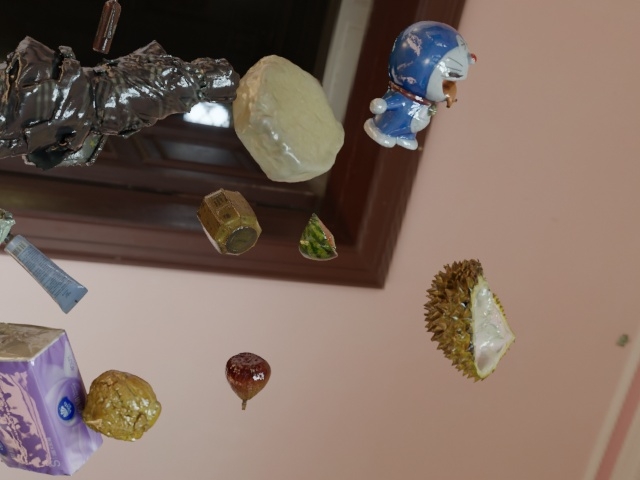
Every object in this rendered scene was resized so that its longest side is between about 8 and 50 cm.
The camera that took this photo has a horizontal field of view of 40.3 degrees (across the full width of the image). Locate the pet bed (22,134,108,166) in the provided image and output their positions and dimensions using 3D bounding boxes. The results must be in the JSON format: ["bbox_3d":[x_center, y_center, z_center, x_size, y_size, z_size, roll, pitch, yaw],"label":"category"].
[{"bbox_3d":[-0.589,-0.261,2.016,0.211,0.159,0.183,7,-78,55],"label":"pet bed"}]

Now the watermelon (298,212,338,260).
[{"bbox_3d":[0.007,0.011,1.968,0.069,0.163,0.087,29,-97,23],"label":"watermelon"}]

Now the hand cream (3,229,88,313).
[{"bbox_3d":[-0.762,0.079,2.378,0.091,0.271,0.058,-47,-176,-3],"label":"hand cream"}]

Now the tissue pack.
[{"bbox_3d":[-0.684,0.369,2.054,0.160,0.242,0.338,-51,136,-54],"label":"tissue pack"}]

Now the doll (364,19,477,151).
[{"bbox_3d":[0.189,-0.295,1.686,0.161,0.215,0.257,35,-64,27],"label":"doll"}]

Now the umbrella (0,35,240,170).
[{"bbox_3d":[-0.271,-0.192,1.070,0.128,0.336,0.154,31,-39,56],"label":"umbrella"}]

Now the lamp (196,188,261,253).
[{"bbox_3d":[-0.269,-0.055,2.563,0.185,0.161,0.161,53,-47,37],"label":"lamp"}]

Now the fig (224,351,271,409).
[{"bbox_3d":[-0.200,0.360,2.242,0.153,0.119,0.119,-61,-152,4],"label":"fig"}]

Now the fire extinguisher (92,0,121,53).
[{"bbox_3d":[-0.304,-0.319,1.260,0.046,0.032,0.100,-74,-176,-76],"label":"fire extinguisher"}]

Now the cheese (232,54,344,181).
[{"bbox_3d":[-0.074,-0.294,2.157,0.115,0.326,0.318,-19,-109,35],"label":"cheese"}]

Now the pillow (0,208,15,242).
[{"bbox_3d":[-0.896,-0.005,2.051,0.310,0.283,0.138,-45,-139,38],"label":"pillow"}]

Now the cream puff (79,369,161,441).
[{"bbox_3d":[-0.468,0.387,2.011,0.129,0.189,0.189,-53,174,-49],"label":"cream puff"}]

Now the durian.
[{"bbox_3d":[0.239,0.136,1.488,0.138,0.250,0.183,18,-113,28],"label":"durian"}]
